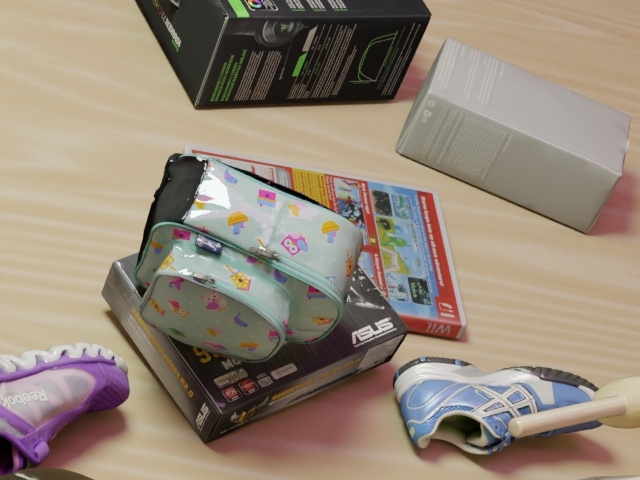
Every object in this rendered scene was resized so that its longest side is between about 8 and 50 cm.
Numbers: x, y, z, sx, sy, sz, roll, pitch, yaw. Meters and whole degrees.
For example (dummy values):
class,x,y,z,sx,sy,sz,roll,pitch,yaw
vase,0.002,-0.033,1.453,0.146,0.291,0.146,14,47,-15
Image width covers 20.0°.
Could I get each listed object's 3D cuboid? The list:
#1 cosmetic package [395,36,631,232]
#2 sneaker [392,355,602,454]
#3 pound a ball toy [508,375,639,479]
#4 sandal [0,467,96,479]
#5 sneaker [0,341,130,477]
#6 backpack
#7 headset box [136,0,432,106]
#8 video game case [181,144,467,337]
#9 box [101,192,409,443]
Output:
class,x,y,z,sx,sy,sz,roll,pitch,yaw
cosmetic package,0.221,-0.119,2.045,0.238,0.107,0.127,27,39,-2
sneaker,0.173,0.168,1.728,0.211,0.080,0.081,4,49,-10
pound a ball toy,0.163,0.241,1.559,0.319,0.136,0.208,-7,84,-33
sandal,-0.260,0.250,1.426,0.219,0.060,0.090,-31,57,-30
sneaker,-0.249,0.147,1.507,0.236,0.095,0.104,0,61,-50
backpack,-0.062,0.023,1.585,0.188,0.166,0.144,15,63,-9
headset box,-0.063,-0.279,2.052,0.283,0.131,0.246,-4,47,-30
video game case,0.000,0.000,1.856,0.285,0.025,0.204,10,42,-17
box,-0.059,0.067,1.699,0.231,0.056,0.183,-20,63,-36
